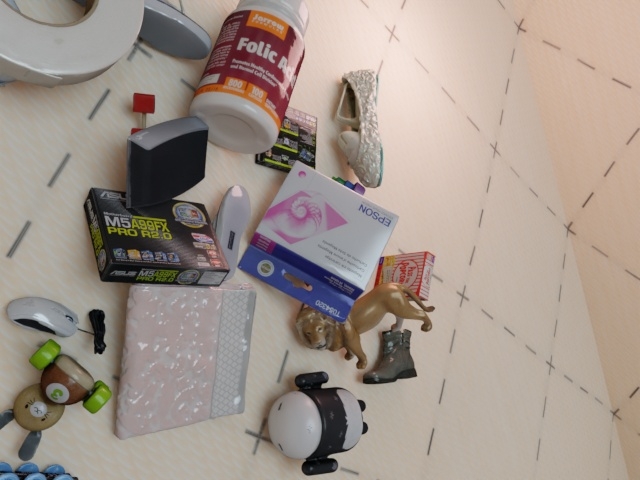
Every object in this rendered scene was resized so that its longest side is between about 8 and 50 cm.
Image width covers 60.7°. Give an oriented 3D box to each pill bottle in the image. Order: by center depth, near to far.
[{"bbox_3d":[-0.166,-0.439,1.382,0.224,0.224,0.392,30,65,-35],"label":"pill bottle"}]

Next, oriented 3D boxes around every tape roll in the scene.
[{"bbox_3d":[-0.525,-0.485,1.017,0.392,0.072,0.392,7,80,-41],"label":"tape roll"}]

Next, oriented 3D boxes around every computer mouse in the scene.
[{"bbox_3d":[-0.512,0.156,1.080,0.193,0.042,0.106,26,31,-35],"label":"computer mouse"}]

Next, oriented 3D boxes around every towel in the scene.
[{"bbox_3d":[-0.291,0.257,1.228,0.317,0.053,0.332,4,94,-42],"label":"towel"}]

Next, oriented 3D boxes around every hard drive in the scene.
[{"bbox_3d":[-0.329,-0.174,1.206,0.255,0.054,0.172,-46,150,-61],"label":"hard drive"}]

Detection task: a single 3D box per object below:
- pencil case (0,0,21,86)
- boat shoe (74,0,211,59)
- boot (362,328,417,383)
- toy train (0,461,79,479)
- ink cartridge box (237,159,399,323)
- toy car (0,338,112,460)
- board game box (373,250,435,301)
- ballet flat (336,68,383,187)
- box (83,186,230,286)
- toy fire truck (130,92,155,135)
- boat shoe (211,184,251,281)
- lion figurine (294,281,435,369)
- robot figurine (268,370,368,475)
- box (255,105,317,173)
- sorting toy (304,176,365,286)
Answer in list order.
[{"bbox_3d":[-0.641,-0.437,1.034,0.124,0.113,0.273,-31,104,-21],"label":"pencil case"},{"bbox_3d":[-0.410,-0.566,1.260,0.367,0.136,0.156,21,66,-27],"label":"boat shoe"},{"bbox_3d":[0.206,0.357,1.701,0.246,0.083,0.161,4,74,-47],"label":"boot"},{"bbox_3d":[-0.545,0.472,1.007,0.184,0.080,0.105,23,78,-40],"label":"toy train"},{"bbox_3d":[0.000,0.000,1.445,0.324,0.071,0.330,28,69,-3],"label":"ink cartridge box"},{"bbox_3d":[-0.518,0.306,1.021,0.155,0.149,0.188,46,67,-12],"label":"toy car"},{"bbox_3d":[0.255,0.115,1.692,0.045,0.193,0.147,29,64,-35],"label":"board game box"},{"bbox_3d":[0.112,-0.345,1.686,0.147,0.147,0.409,17,64,-39],"label":"ballet flat"},{"bbox_3d":[-0.352,-0.004,1.185,0.270,0.060,0.216,8,43,-41],"label":"box"},{"bbox_3d":[-0.400,-0.220,1.226,0.047,0.135,0.192,3,119,-16],"label":"toy fire truck"},{"bbox_3d":[-0.243,-0.021,1.342,0.095,0.084,0.258,43,49,-44],"label":"boat shoe"},{"bbox_3d":[0.130,0.210,1.539,0.392,0.142,0.240,-31,113,-12],"label":"lion figurine"},{"bbox_3d":[-0.005,0.472,1.425,0.278,0.209,0.173,9,120,-41],"label":"robot figurine"},{"bbox_3d":[-0.092,-0.285,1.546,0.190,0.045,0.184,10,79,-41],"label":"box"},{"bbox_3d":[0.003,-0.048,1.570,0.126,0.127,0.365,33,63,-8],"label":"sorting toy"}]
